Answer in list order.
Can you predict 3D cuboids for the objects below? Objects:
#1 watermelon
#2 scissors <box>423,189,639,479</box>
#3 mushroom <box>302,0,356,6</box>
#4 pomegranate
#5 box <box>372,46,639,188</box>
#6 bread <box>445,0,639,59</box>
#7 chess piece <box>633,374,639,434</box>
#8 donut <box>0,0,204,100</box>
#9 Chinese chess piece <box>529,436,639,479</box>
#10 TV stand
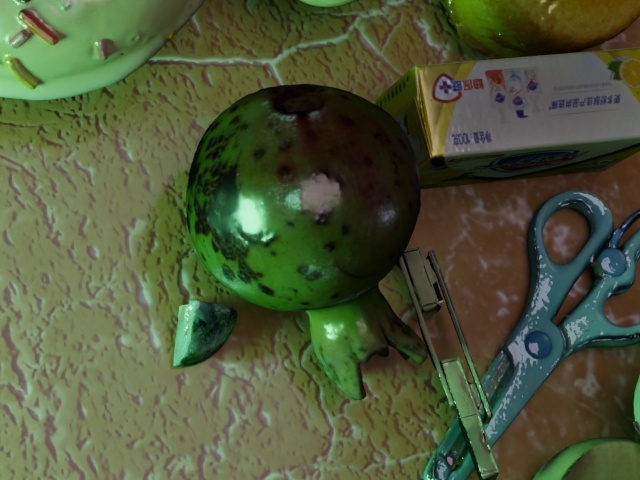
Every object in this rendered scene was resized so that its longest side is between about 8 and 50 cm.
[{"bbox_3d":[-0.120,0.077,1.887,0.085,0.085,0.061,-41,55,-21],"label":"watermelon"},{"bbox_3d":[0.230,0.109,1.986,0.180,0.032,0.393,37,70,4],"label":"scissors"},{"bbox_3d":[0.019,-0.332,1.964,0.234,0.254,0.260,48,37,-44],"label":"mushroom"},{"bbox_3d":[0.002,-0.013,1.879,0.242,0.242,0.306,-49,133,-21],"label":"pomegranate"},{"bbox_3d":[0.197,-0.122,1.970,0.265,0.168,0.097,-6,81,-19],"label":"box"},{"bbox_3d":[0.241,-0.309,2.020,0.268,0.146,0.268,-3,97,-24],"label":"bread"},{"bbox_3d":[0.441,0.108,1.973,0.176,0.176,0.298,45,40,-1],"label":"chess piece"},{"bbox_3d":[-0.274,-0.326,1.854,0.383,0.142,0.382,-1,77,2],"label":"donut"},{"bbox_3d":[0.290,0.291,1.935,0.188,0.083,0.188,5,75,-18],"label":"Chinese chess piece"},{"bbox_3d":[0.130,0.122,1.931,0.042,0.036,0.249,-15,71,-11],"label":"TV stand"}]
